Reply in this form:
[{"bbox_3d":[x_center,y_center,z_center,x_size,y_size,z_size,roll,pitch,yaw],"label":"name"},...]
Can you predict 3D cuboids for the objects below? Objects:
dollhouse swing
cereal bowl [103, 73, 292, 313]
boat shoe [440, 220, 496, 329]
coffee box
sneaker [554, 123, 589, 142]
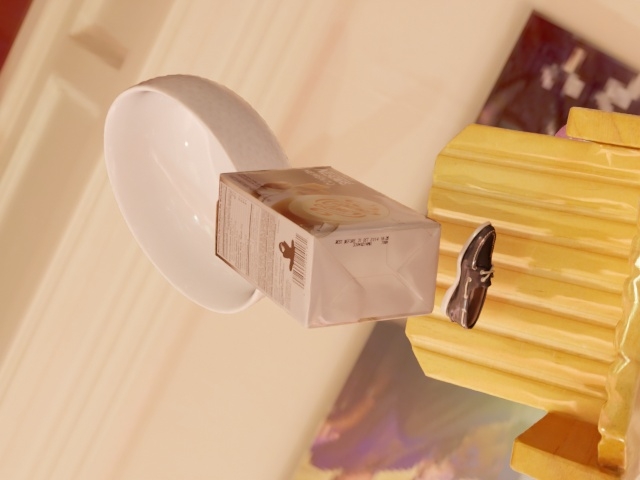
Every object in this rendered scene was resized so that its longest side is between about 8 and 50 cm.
[{"bbox_3d":[0.203,0.035,1.287,0.305,0.347,0.315,12,-174,22],"label":"dollhouse swing"},{"bbox_3d":[-0.142,-0.078,1.747,0.141,0.339,0.339,-32,-132,-33],"label":"cereal bowl"},{"bbox_3d":[0.160,0.038,1.312,0.046,0.125,0.038,-18,-133,-44],"label":"boat shoe"},{"bbox_3d":[0.000,0.000,1.307,0.141,0.098,0.246,-4,-162,-24],"label":"coffee box"},{"bbox_3d":[0.407,-0.058,1.844,0.104,0.236,0.095,9,157,-27],"label":"sneaker"}]
